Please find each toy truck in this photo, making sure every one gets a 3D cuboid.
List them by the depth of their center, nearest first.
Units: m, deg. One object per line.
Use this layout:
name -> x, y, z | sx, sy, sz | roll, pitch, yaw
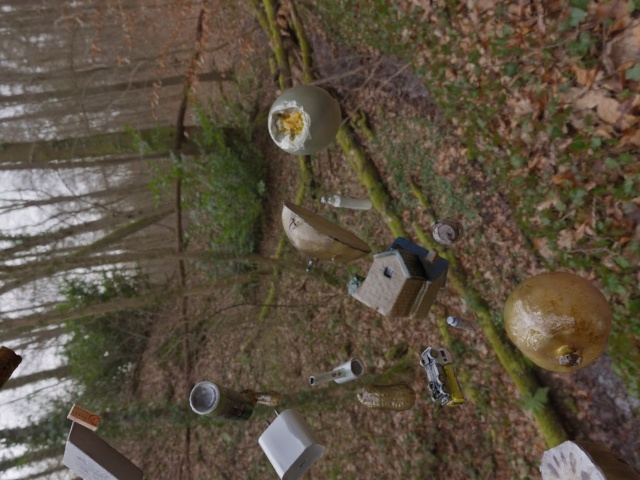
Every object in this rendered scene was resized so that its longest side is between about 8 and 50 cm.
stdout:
toy truck -> 0.479, 0.533, 1.863 | 0.098, 0.114, 0.227 | 114, 150, -49

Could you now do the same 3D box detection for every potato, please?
potato -> 0.000, 0.000, 1.420 | 0.116, 0.298, 0.239 | -63, 5, 7

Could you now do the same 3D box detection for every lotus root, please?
lotus root -> 0.797, 0.708, 1.384 | 0.272, 0.191, 0.272 | 176, 90, -77

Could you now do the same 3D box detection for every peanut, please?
peanut -> 0.266, 0.630, 1.921 | 0.120, 0.236, 0.110 | -74, -19, -73

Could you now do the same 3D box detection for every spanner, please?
spanner -> -0.027, 0.092, 1.919 | 0.254, 0.015, 0.054 | -17, -53, -83

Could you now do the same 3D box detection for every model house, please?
model house -> 0.364, 0.153, 2.209 | 0.334, 0.382, 0.343 | 30, 101, 30

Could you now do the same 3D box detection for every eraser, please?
eraser -> -0.688, 0.717, 1.505 | 0.352, 0.077, 0.111 | 28, 115, 16

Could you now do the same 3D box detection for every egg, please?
egg -> -0.055, -0.503, 1.974 | 0.336, 0.278, 0.279 | -45, -48, -54

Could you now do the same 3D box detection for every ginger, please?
ginger -> -0.245, 0.589, 1.734 | 0.133, 0.213, 0.059 | -34, -62, -67

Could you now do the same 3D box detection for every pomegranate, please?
pomegranate -> 0.715, 0.248, 1.437 | 0.319, 0.319, 0.320 | 165, 90, -76

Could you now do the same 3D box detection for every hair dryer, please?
hair dryer -> 0.045, 0.519, 1.813 | 0.131, 0.236, 0.073 | -38, 65, 43

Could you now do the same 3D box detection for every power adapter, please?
power adapter -> -0.131, 0.770, 1.852 | 0.255, 0.187, 0.124 | 41, 178, 42

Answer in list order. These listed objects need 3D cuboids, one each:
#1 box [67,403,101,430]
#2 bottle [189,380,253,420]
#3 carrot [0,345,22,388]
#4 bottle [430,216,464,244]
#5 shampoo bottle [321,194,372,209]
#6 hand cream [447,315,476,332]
box -> -0.721, 0.541, 1.458 | 0.093, 0.015, 0.058 | 37, -176, -18
bottle -> -0.294, 0.503, 1.465 | 0.330, 0.093, 0.093 | 69, 179, -63
carrot -> -0.611, 0.286, 0.827 | 0.260, 0.070, 0.070 | -93, -4, -62
bottle -> 0.419, -0.031, 1.574 | 0.152, 0.098, 0.099 | -7, -100, -65
shampoo bottle -> 0.065, -0.101, 1.247 | 0.049, 0.141, 0.034 | 42, 123, 57
hand cream -> 0.605, 0.356, 2.041 | 0.043, 0.170, 0.065 | -43, 44, 30
